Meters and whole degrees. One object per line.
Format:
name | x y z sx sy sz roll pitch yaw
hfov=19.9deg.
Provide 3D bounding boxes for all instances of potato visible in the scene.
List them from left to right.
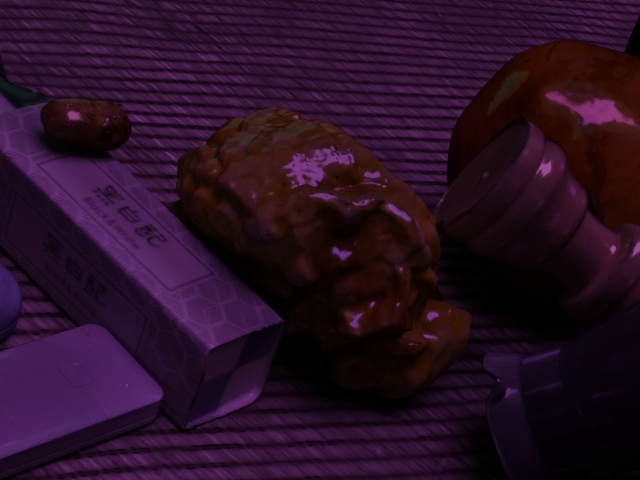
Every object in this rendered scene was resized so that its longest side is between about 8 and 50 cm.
potato | -0.202 -0.101 1.576 0.083 0.040 0.051 5 27 -30

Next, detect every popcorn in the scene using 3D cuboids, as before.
popcorn | 0.000 0.000 1.564 0.286 0.225 0.174 40 77 18

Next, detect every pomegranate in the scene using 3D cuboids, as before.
pomegranate | 0.252 -0.067 1.776 0.264 0.264 0.264 15 35 -11

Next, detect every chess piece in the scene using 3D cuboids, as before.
chess piece | 0.258 0.030 1.610 0.307 0.139 0.124 36 28 -11

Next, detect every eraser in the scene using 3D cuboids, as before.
eraser | -0.201 -0.010 1.573 0.098 0.096 0.404 -20 53 -44

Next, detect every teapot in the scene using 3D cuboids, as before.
teapot | 0.266 0.134 1.532 0.203 0.225 0.171 42 36 -54

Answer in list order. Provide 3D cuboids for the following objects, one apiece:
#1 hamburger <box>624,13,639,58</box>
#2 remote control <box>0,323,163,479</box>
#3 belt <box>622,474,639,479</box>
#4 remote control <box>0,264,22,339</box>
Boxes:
hamburger | 0.433 -0.147 1.972 0.225 0.291 0.291 18 34 1
remote control | -0.241 0.132 1.410 0.250 0.034 0.103 -18 51 -45
belt | 0.342 0.266 1.429 0.289 0.184 0.164 12 46 -15
remote control | -0.359 0.041 1.456 0.244 0.047 0.087 3 42 -24
